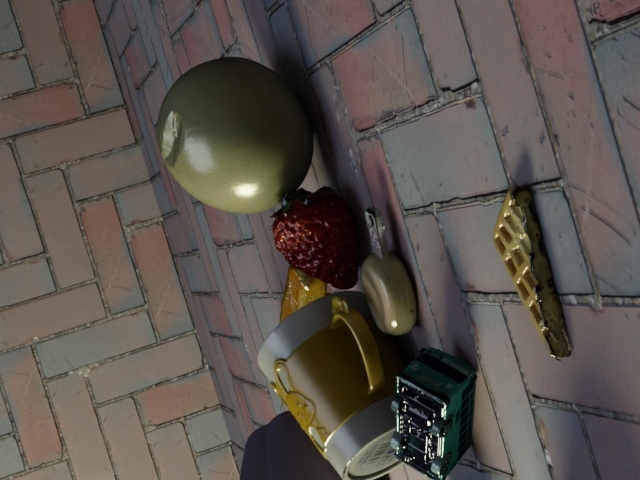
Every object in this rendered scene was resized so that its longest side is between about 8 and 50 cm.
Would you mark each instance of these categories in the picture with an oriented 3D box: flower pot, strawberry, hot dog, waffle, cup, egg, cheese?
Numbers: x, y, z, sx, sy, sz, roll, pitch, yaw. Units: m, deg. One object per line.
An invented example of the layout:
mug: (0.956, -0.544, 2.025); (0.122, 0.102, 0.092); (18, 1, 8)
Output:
flower pot: (-0.027, 0.426, 2.052); (0.243, 0.265, 0.265); (-110, 11, -52)
strawberry: (-0.007, 0.000, 1.713); (0.131, 0.131, 0.148); (-147, 47, -67)
hot dog: (-0.025, 0.138, 2.040); (0.083, 0.068, 0.289); (37, 144, 26)
waffle: (0.210, 0.032, 1.166); (0.097, 0.023, 0.153); (101, 149, -62)
cup: (0.042, 0.187, 1.651); (0.226, 0.185, 0.241); (58, 158, 29)
egg: (-0.126, -0.154, 1.774); (0.269, 0.219, 0.219); (34, 142, 41)
cheese: (0.082, 0.040, 1.582); (0.092, 0.047, 0.171); (167, 86, -72)

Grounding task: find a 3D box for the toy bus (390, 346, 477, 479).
toy bus: (0.140, 0.208, 1.479); (0.079, 0.092, 0.160); (26, 141, 28)
